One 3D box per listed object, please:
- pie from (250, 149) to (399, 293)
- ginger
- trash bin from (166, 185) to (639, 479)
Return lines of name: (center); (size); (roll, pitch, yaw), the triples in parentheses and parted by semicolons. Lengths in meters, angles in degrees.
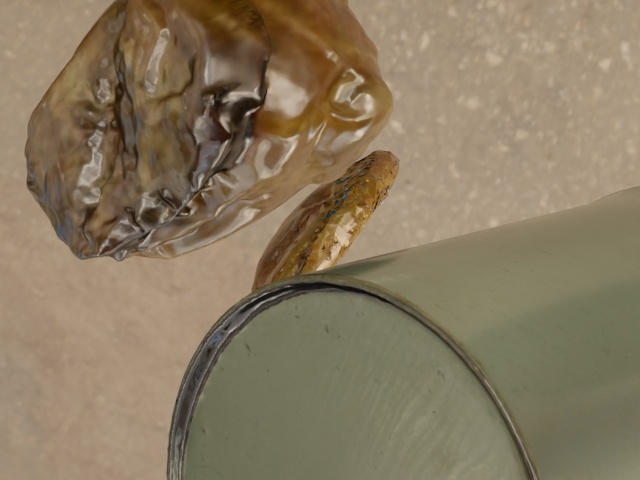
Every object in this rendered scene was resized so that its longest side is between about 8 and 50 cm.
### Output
pie: (-0.001, 0.000, 1.458); (0.069, 0.273, 0.273); (34, 140, -10)
ginger: (-0.083, -0.111, 1.025); (0.269, 0.223, 0.200); (-44, 64, 39)
trash bin: (0.147, 0.115, 0.796); (0.280, 0.432, 0.280); (7, 100, 41)
